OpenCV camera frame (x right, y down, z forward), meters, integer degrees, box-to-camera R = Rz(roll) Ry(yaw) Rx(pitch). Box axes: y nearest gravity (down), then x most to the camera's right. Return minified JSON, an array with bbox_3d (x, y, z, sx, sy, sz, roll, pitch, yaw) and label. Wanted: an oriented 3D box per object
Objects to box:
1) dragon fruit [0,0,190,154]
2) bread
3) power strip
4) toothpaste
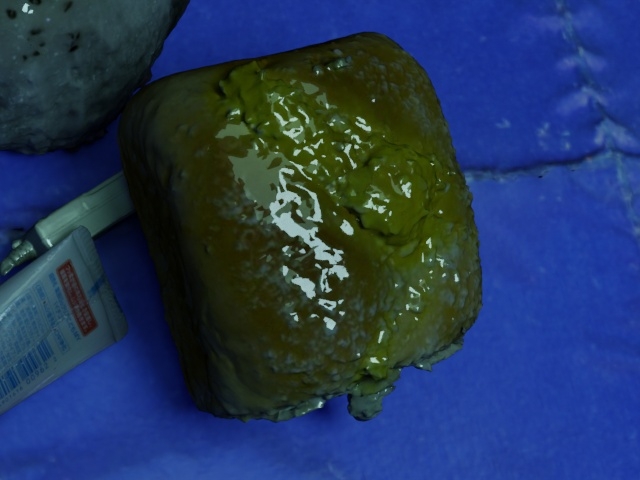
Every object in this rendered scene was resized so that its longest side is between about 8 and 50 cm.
[{"bbox_3d":[-0.177,-0.201,1.013,0.204,0.221,0.283,30,62,-1],"label":"dragon fruit"},{"bbox_3d":[0.000,0.000,0.999,0.196,0.176,0.246,-19,99,-22],"label":"bread"},{"bbox_3d":[-0.131,-0.028,1.058,0.191,0.047,0.030,-35,92,-27],"label":"power strip"},{"bbox_3d":[-0.219,0.086,0.978,0.234,0.057,0.089,-35,127,-25],"label":"toothpaste"}]
